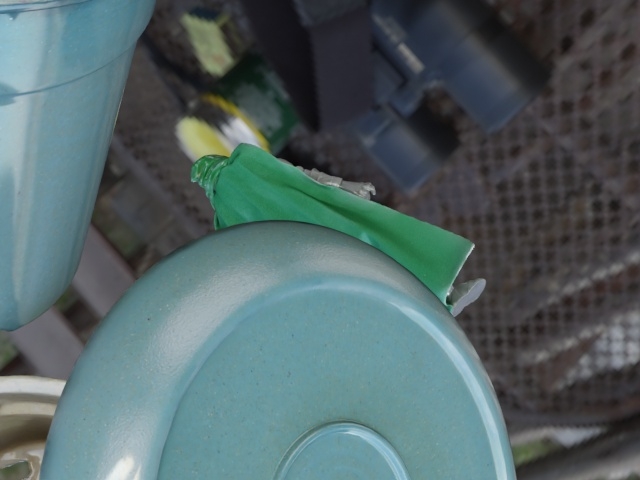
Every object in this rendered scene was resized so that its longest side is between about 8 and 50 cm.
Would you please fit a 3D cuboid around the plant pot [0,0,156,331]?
[{"bbox_3d":[-0.283,-0.125,1.112,0.341,0.341,0.334,35,133,22],"label":"plant pot"}]

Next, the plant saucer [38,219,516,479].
[{"bbox_3d":[0.001,0.145,0.796,0.043,0.317,0.318,-8,123,49],"label":"plant saucer"}]

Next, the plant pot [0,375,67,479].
[{"bbox_3d":[-0.229,0.273,1.251,0.334,0.334,0.305,46,174,0],"label":"plant pot"}]

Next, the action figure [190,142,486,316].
[{"bbox_3d":[0.000,0.000,1.036,0.232,0.063,0.137,33,121,26],"label":"action figure"}]
